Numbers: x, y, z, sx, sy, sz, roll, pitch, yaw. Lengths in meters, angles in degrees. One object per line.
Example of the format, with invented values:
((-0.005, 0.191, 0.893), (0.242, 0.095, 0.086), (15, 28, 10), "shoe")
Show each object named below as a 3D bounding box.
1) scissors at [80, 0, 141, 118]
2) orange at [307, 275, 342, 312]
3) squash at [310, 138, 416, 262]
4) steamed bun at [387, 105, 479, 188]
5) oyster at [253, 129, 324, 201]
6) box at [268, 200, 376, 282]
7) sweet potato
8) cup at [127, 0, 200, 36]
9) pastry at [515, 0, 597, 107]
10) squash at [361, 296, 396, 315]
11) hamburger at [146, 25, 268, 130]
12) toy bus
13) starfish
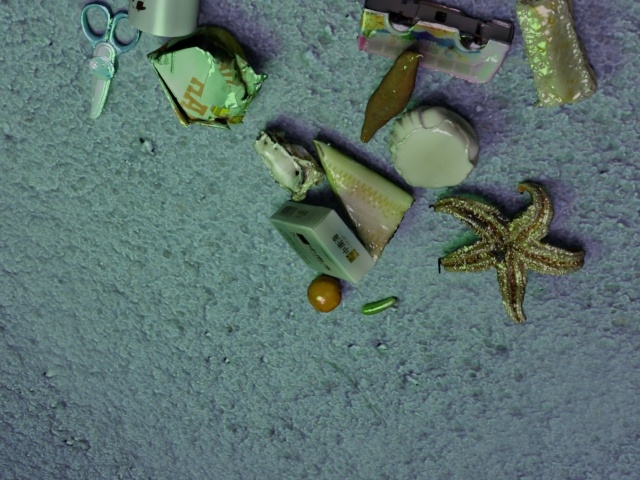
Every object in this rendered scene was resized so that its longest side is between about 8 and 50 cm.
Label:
((-0.444, -0.361, 2.013), (0.125, 0.030, 0.256), (20, 125, 0), "scissors")
((0.009, 0.121, 2.202), (0.083, 0.083, 0.084), (8, 127, 10), "orange")
((0.045, -0.083, 2.030), (0.252, 0.093, 0.169), (30, 91, -9), "squash")
((0.218, -0.187, 1.906), (0.182, 0.106, 0.183), (8, 131, 9), "steamed bun")
((-0.063, -0.156, 2.040), (0.163, 0.081, 0.191), (33, 147, 21), "oyster")
((0.000, 0.000, 2.038), (0.155, 0.067, 0.243), (49, 166, -22), "box")
((0.141, -0.276, 1.848), (0.072, 0.066, 0.314), (6, 159, -16), "sweet potato")
((-0.295, -0.486, 1.840), (0.134, 0.173, 0.142), (-4, 128, -20), "cup")
((0.419, -0.356, 1.744), (0.121, 0.089, 0.258), (-14, 124, 10), "pastry")
((0.133, 0.150, 2.224), (0.089, 0.027, 0.027), (-18, 118, 25), "squash")
((-0.203, -0.320, 1.921), (0.235, 0.125, 0.214), (-17, 125, 30), "hamburger")
((0.207, -0.374, 1.785), (0.274, 0.090, 0.112), (16, 134, 3), "toy bus")
((0.375, 0.022, 2.015), (0.303, 0.113, 0.312), (-18, 109, 23), "starfish")
